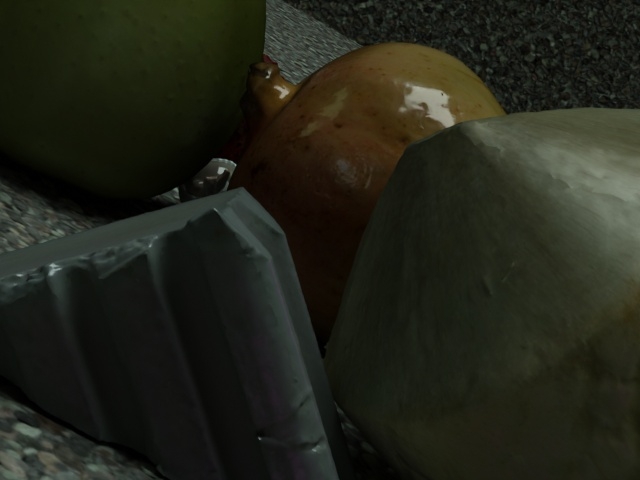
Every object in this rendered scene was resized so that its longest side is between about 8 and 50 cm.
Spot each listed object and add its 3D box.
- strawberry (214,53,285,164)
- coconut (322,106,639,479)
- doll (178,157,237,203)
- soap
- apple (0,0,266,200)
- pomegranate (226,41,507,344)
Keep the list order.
[{"bbox_3d":[-0.135,-0.166,1.876,0.201,0.187,0.184,85,-13,-68],"label":"strawberry"},{"bbox_3d":[0.200,0.065,1.225,0.415,0.415,0.344,18,-23,-41],"label":"coconut"},{"bbox_3d":[-0.122,-0.049,1.656,0.073,0.084,0.127,-5,-2,-10],"label":"doll"},{"bbox_3d":[-0.126,0.125,1.131,0.159,0.257,0.302,-85,159,-75],"label":"soap"},{"bbox_3d":[-0.221,-0.225,1.572,0.357,0.357,0.357,28,14,-8],"label":"apple"},{"bbox_3d":[0.041,-0.056,1.509,0.338,0.338,0.338,28,14,-8],"label":"pomegranate"}]
